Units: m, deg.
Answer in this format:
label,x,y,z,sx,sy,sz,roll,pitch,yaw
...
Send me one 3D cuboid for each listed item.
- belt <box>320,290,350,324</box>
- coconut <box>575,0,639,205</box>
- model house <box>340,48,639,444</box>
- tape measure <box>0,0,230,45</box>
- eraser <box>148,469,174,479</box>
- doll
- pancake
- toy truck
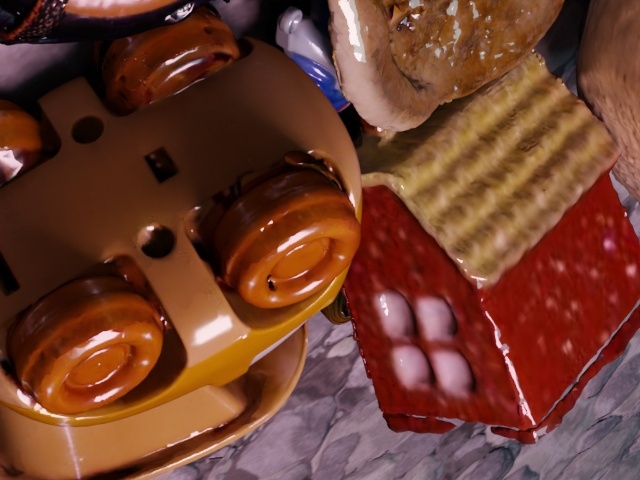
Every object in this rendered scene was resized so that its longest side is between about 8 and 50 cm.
label,x,y,z,sx,sy,sz,roll,pitch,yaw
belt,0.021,0.032,1.524,0.059,0.036,0.083,-32,153,-20
coconut,0.407,-0.143,1.395,0.415,0.415,0.344,-36,173,-10
model house,0.112,-0.011,1.369,0.196,0.160,0.254,-43,124,-36
tape measure,-0.109,-0.194,0.926,0.202,0.135,0.223,-11,136,-30
eraser,-0.225,0.251,1.483,0.144,0.078,0.343,-10,139,-47
doll,-0.001,-0.115,1.253,0.096,0.070,0.195,-57,162,-4
pancake,0.091,-0.196,1.214,0.282,0.049,0.282,-36,142,-34
toy truck,-0.112,0.009,1.140,0.288,0.204,0.212,-30,152,-9
